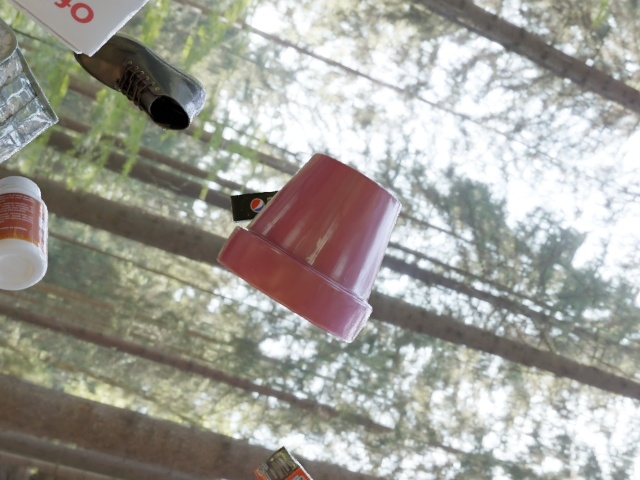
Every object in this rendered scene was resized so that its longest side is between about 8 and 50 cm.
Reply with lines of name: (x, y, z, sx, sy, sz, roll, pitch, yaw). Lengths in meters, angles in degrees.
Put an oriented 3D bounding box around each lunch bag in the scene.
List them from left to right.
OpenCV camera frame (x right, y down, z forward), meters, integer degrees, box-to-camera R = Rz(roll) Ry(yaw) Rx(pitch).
lunch bag: (-0.653, -0.279, 1.379, 0.169, 0.287, 0.235, 17, -130, 34)

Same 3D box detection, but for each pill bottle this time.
pill bottle: (-0.577, -0.021, 1.445, 0.121, 0.121, 0.216, -58, -146, 32)

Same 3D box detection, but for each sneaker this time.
sneaker: (-0.289, -0.253, 1.197, 0.118, 0.222, 0.083, -88, -157, -62)

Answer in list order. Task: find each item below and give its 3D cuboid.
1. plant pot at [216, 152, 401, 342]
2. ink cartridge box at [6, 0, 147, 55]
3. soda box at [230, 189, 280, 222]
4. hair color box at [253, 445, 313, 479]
plant pot: (0.000, 0.000, 0.951, 0.180, 0.201, 0.201, -59, -162, -2)
ink cartridge box: (-0.238, -0.446, 0.829, 0.395, 0.285, 0.166, -38, -137, 16)
soda box: (-0.102, -0.074, 1.606, 0.053, 0.168, 0.060, 149, -66, -83)
hair color box: (-0.004, 0.338, 0.932, 0.053, 0.167, 0.093, -38, -170, -12)
